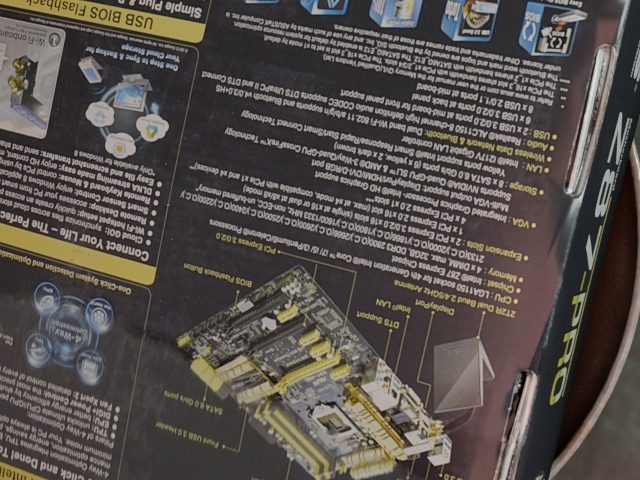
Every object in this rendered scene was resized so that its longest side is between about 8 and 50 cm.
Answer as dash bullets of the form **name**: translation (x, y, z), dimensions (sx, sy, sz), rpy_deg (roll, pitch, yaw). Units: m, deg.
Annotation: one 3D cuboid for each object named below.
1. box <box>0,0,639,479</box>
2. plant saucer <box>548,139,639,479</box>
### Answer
- **box**: translation (-0.074, -0.032, 0.511), dimensions (0.394, 0.097, 0.318), rpy_deg (14, 94, 21)
- **plant saucer**: translation (0.000, 0.000, 0.560), dimensions (0.310, 0.050, 0.311), rpy_deg (-1, 87, 21)
